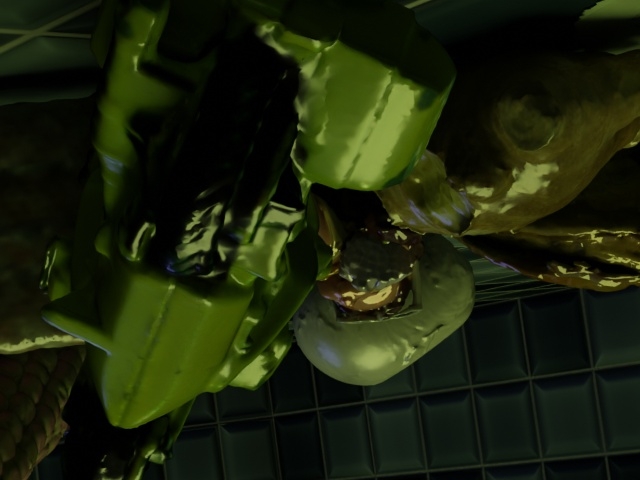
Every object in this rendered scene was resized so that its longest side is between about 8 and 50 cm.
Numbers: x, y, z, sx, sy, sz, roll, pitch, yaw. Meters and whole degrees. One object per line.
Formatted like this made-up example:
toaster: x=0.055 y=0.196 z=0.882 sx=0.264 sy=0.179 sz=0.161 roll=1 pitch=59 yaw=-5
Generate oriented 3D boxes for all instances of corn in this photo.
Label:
corn: x=-0.205 y=0.078 z=1.136 sx=0.126 sy=0.127 sz=0.335 roll=-10 pitch=-150 yaw=21

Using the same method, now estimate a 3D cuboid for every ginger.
ginger: x=0.107 y=-0.060 z=1.005 sx=0.157 sy=0.102 sz=0.216 roll=-32 pitch=-176 yaw=-31

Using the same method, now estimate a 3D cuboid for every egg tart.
egg tart: x=0.222 y=-0.042 z=1.270 sx=0.297 sy=0.132 sz=0.297 roll=1 pitch=-174 yaw=0

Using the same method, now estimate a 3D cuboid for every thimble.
thimble: x=-0.166 y=-0.006 z=0.975 sx=0.229 sy=0.148 sz=0.196 roll=-6 pitch=176 yaw=8

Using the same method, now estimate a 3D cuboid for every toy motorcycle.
toy motorcycle: x=-0.048 y=-0.013 z=0.764 sx=0.142 sy=0.206 sz=0.342 roll=15 pitch=147 yaw=-8

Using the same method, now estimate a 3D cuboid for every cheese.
cheese: x=0.061 y=0.067 z=1.830 sx=0.189 sy=0.154 sz=0.198 roll=-42 pitch=179 yaw=-11

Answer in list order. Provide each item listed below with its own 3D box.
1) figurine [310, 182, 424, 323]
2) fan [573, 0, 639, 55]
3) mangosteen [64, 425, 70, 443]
figurine: x=0.001 y=0.000 z=1.353 sx=0.174 sy=0.116 sz=0.240 roll=-13 pitch=166 yaw=27
fan: x=0.328 y=-0.133 z=0.995 sx=0.414 sy=0.012 sz=0.233 roll=-1 pitch=172 yaw=-31
mangosteen: x=-0.225 y=0.107 z=1.629 sx=0.216 sy=0.216 sz=0.216 roll=-8 pitch=174 yaw=-1
